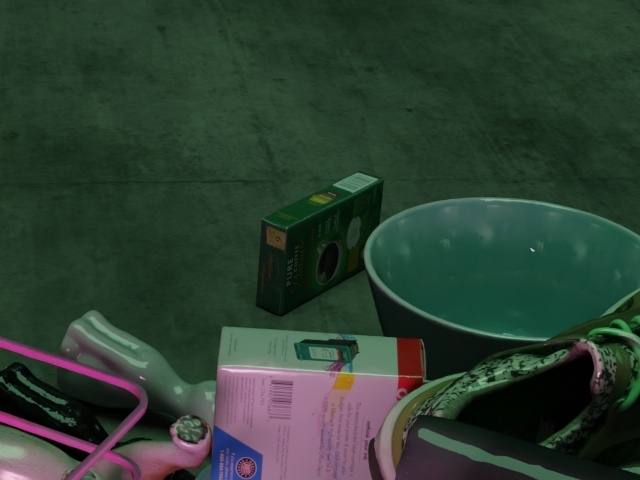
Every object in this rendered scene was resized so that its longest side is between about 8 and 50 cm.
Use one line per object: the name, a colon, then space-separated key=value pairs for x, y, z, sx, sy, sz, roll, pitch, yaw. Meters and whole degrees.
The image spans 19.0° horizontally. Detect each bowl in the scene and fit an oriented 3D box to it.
bowl: x=0.191 y=0.093 z=1.932 sx=0.312 sy=0.163 sz=0.311 roll=4 pitch=26 yaw=-2

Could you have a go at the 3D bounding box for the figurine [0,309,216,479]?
figurine: x=-0.183 y=0.170 z=1.824 sx=0.209 sy=0.092 sz=0.215 roll=24 pitch=31 yaw=19

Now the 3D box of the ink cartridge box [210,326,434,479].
ink cartridge box: x=0.020 y=0.159 z=1.720 sx=0.231 sy=0.134 sz=0.078 roll=4 pitch=26 yaw=-1

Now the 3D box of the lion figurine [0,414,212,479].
lion figurine: x=-0.261 y=0.202 z=1.664 sx=0.392 sy=0.240 sz=0.142 roll=25 pitch=58 yaw=7

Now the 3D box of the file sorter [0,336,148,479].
file sorter: x=-0.248 y=0.244 z=1.426 sx=0.182 sy=0.290 sz=0.202 roll=17 pitch=29 yaw=19

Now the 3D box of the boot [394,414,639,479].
boot: x=0.267 y=0.193 z=1.355 sx=0.445 sy=0.367 sz=0.146 roll=15 pitch=29 yaw=27

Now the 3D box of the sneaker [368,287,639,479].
sneaker: x=0.243 y=0.122 z=1.582 sx=0.410 sy=0.182 sz=0.158 roll=-25 pitch=78 yaw=-13

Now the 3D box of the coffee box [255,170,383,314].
coffee box: x=0.000 y=0.000 z=2.148 sx=0.040 sy=0.113 sz=0.184 roll=23 pitch=33 yaw=31

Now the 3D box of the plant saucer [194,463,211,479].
plant saucer: x=-0.022 y=0.250 z=1.724 sx=0.195 sy=0.037 sz=0.195 roll=3 pitch=26 yaw=-2

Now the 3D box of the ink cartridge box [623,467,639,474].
ink cartridge box: x=0.395 y=0.232 z=1.833 sx=0.181 sy=0.056 sz=0.225 roll=23 pitch=51 yaw=33
